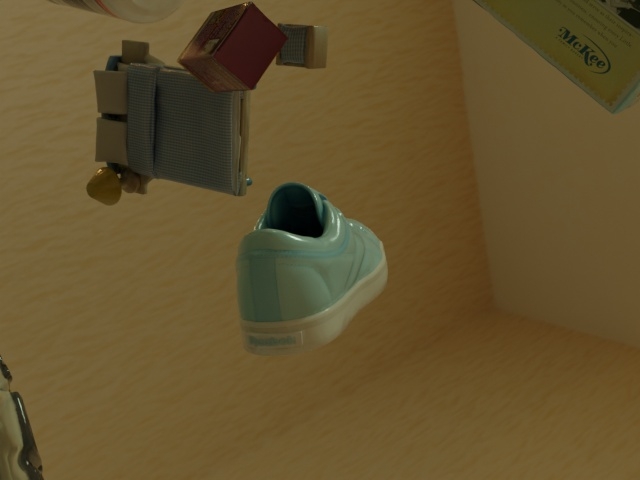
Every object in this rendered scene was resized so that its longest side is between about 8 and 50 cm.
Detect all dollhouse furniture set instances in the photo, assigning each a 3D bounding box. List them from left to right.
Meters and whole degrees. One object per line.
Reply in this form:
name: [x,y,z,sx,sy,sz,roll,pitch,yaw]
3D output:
dollhouse furniture set: [-0.153,-0.154,0.846,0.286,0.198,0.304,16,-70,32]

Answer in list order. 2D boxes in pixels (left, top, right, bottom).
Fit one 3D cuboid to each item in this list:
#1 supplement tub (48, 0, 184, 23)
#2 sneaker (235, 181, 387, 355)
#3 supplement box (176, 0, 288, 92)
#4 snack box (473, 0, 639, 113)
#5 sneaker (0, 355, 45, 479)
supplement tub: [-0.332,-0.433,1.258,0.272,0.191,0.191,21,-52,33]
sneaker: [0.000,0.000,0.969,0.135,0.366,0.150,-2,-76,11]
supplement box: [-0.071,-0.152,0.680,0.043,0.055,0.083,39,-10,-27]
snack box: [0.184,-0.279,0.704,0.322,0.060,0.187,45,-47,16]
sneaker: [-0.198,0.073,0.366,0.275,0.110,0.107,48,-34,18]
